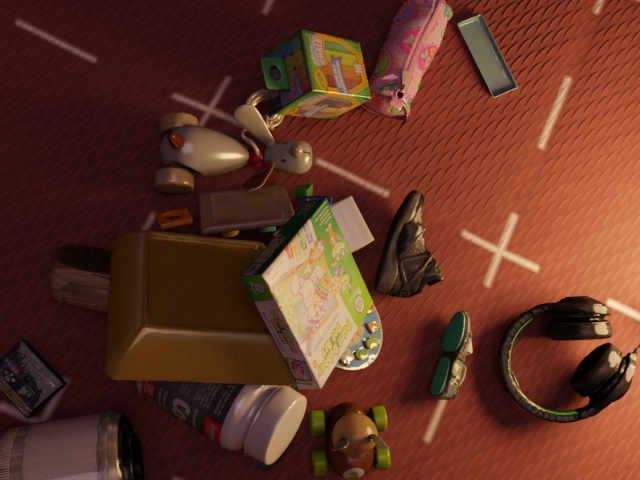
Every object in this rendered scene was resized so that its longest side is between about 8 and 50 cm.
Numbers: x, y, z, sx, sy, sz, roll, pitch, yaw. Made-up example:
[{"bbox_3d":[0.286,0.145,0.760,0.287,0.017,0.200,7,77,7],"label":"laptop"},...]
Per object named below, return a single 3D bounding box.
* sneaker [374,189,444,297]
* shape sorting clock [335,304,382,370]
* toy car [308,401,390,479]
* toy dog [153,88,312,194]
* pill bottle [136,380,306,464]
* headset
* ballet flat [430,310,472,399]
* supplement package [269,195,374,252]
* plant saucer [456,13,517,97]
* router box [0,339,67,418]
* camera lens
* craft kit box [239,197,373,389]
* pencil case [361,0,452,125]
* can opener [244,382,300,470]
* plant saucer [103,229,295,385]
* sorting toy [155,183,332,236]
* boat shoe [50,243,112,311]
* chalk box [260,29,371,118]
[{"bbox_3d":[0.202,0.014,1.442,0.130,0.087,0.228,16,83,-7],"label":"sneaker"},{"bbox_3d":[0.043,0.160,1.374,0.206,0.040,0.206,16,56,-26],"label":"shape sorting clock"},{"bbox_3d":[0.065,0.389,1.310,0.155,0.188,0.149,-3,81,-8],"label":"toy car"},{"bbox_3d":[-0.187,-0.190,1.381,0.333,0.161,0.220,-21,85,-10],"label":"toy dog"},{"bbox_3d":[-0.181,0.282,1.265,0.283,0.161,0.161,26,78,19],"label":"pill bottle"},{"bbox_3d":[0.568,0.226,1.452,0.394,0.185,0.243,-23,81,5],"label":"headset"},{"bbox_3d":[0.282,0.242,1.434,0.070,0.070,0.188,22,81,-4],"label":"ballet flat"},{"bbox_3d":[0.000,0.000,1.405,0.179,0.105,0.105,-26,87,-11],"label":"supplement package"},{"bbox_3d":[0.377,-0.418,1.565,0.067,0.018,0.192,-24,86,-10],"label":"plant saucer"},{"bbox_3d":[-0.566,0.266,1.323,0.092,0.038,0.122,-43,88,-12],"label":"router box"},{"bbox_3d":[-0.462,0.428,1.218,0.274,0.219,0.219,-8,82,-9],"label":"camera lens"},{"bbox_3d":[-0.014,0.092,1.234,0.250,0.061,0.247,-53,128,-46],"label":"craft kit box"},{"bbox_3d":[0.186,-0.397,1.483,0.124,0.124,0.284,25,78,-3],"label":"pencil case"},{"bbox_3d":[-0.055,0.314,1.358,0.095,0.076,0.283,30,78,18],"label":"can opener"},{"bbox_3d":[-0.211,0.099,1.253,0.332,0.081,0.333,7,42,-20],"label":"plant saucer"},{"bbox_3d":[-0.149,-0.053,1.367,0.347,0.196,0.047,-6,117,-8],"label":"sorting toy"},{"bbox_3d":[-0.355,0.105,1.350,0.341,0.122,0.110,17,116,-3],"label":"boat shoe"},{"bbox_3d":[-0.024,-0.334,1.393,0.213,0.132,0.132,-5,81,-43],"label":"chalk box"}]
